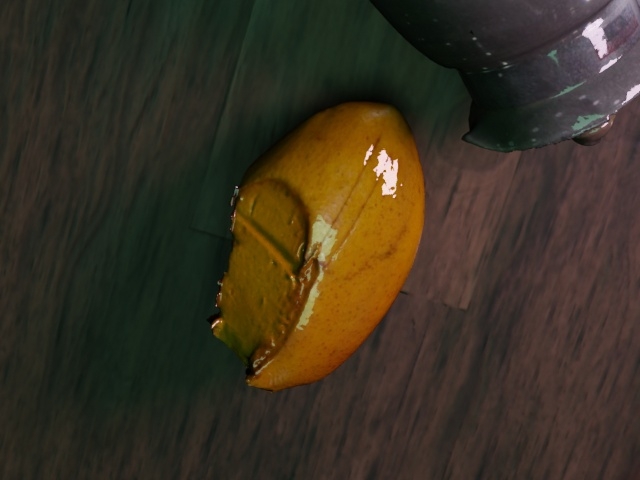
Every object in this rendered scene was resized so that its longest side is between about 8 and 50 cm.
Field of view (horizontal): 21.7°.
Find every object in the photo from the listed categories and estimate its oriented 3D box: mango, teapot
[{"bbox_3d":[0.000,0.000,1.369,0.154,0.126,0.252,27,100,6],"label":"mango"},{"bbox_3d":[0.171,-0.214,1.285,0.223,0.305,0.285,-8,119,43],"label":"teapot"}]
